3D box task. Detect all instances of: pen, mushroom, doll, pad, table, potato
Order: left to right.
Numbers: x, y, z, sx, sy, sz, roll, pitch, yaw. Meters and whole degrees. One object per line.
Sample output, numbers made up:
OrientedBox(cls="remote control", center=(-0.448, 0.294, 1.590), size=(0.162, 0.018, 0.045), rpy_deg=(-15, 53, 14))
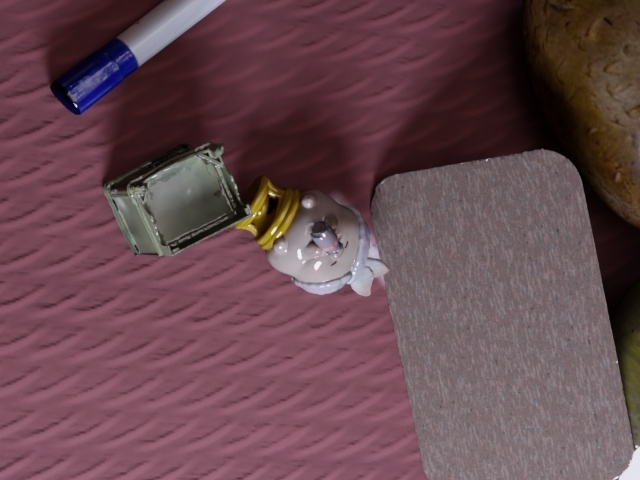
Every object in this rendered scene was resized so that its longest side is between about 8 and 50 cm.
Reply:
OrientedBox(cls="table", center=(-0.105, -0.031, 1.442), size=(0.079, 0.083, 0.062), rpy_deg=(-28, 102, -20))
OrientedBox(cls="pen", center=(-0.093, -0.185, 1.476), size=(0.269, 0.033, 0.033), rpy_deg=(-41, 105, -19))
OrientedBox(cls="doll", center=(0.000, 0.000, 1.487), size=(0.127, 0.084, 0.073), rpy_deg=(30, 80, -13))
OrientedBox(cls="pad", center=(0.141, 0.068, 1.525), size=(0.002, 0.176, 0.266), rpy_deg=(-24, 103, -67))
OrientedBox(cls="potato", center=(0.286, 0.131, 1.571), size=(0.174, 0.159, 0.251), rpy_deg=(37, 97, 0))
OrientedBox(cls="mushroom", center=(0.324, -0.174, 1.555), size=(0.345, 0.239, 0.345), rpy_deg=(4, 70, -13))
